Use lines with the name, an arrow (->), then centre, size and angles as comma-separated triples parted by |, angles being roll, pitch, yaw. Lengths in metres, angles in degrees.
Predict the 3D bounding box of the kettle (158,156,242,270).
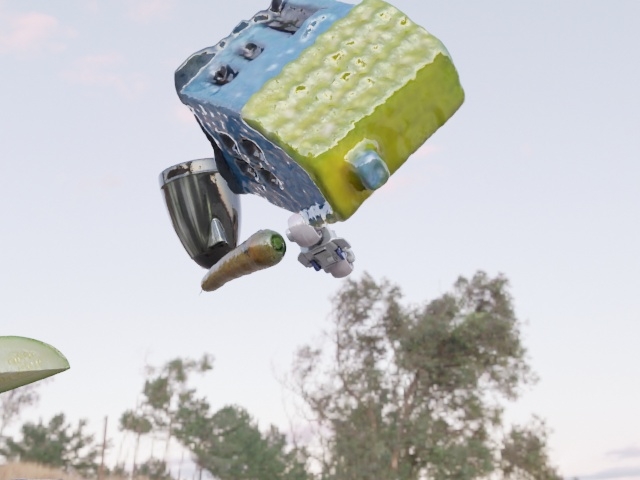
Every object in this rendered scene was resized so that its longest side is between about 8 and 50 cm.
kettle -> -0.307, -0.048, 1.884 | 0.250, 0.271, 0.207 | -21, -12, 34

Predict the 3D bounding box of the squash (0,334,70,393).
squash -> -0.797, 0.290, 1.809 | 0.288, 0.111, 0.203 | -19, -30, -15

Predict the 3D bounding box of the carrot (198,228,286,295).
carrot -> -0.180, 0.057, 1.502 | 0.078, 0.078, 0.298 | 20, -35, -36

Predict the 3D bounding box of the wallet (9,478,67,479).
wallet -> -0.528, 0.584, 1.391 | 0.335, 0.275, 0.068 | 7, -45, -14

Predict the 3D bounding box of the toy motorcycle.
toy motorcycle -> 0.000, 0.000, 1.486 | 0.112, 0.113, 0.254 | -12, -27, 19

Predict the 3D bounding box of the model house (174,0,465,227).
model house -> 0.010, -0.153, 0.893 | 0.303, 0.237, 0.216 | 28, -24, 45
